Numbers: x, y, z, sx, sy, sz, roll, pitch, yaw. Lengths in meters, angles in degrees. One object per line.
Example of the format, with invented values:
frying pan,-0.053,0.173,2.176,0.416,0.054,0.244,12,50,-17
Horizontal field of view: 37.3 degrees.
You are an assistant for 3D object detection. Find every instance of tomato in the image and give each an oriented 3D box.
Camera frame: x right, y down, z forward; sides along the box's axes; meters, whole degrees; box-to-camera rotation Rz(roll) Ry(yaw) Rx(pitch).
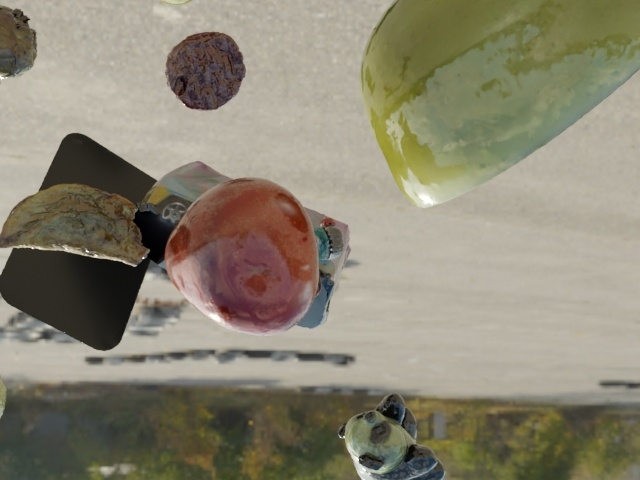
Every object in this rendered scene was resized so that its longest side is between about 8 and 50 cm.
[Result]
tomato,-0.088,0.023,1.049,0.151,0.187,0.187,-31,-169,-37

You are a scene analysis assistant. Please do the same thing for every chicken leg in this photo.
chicken leg,-0.735,-0.445,2.016,0.361,0.140,0.211,28,-137,30

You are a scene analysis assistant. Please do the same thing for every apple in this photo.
apple,0.225,-0.220,1.083,0.360,0.320,0.312,-35,156,32

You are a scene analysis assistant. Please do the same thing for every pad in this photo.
pad,-0.406,0.022,1.745,0.315,0.375,0.063,34,143,-26

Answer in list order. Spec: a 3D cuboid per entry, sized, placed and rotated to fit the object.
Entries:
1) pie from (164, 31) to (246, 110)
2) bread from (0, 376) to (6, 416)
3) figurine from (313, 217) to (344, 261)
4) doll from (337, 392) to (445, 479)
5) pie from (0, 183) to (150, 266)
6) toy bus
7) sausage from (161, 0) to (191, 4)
pie,-0.212,-0.311,1.749,0.154,0.153,0.038,4,-169,-20
bread,-0.733,0.285,1.697,0.321,0.237,0.320,-20,151,-11
figurine,0.000,0.000,1.302,0.047,0.060,0.106,-12,-179,19
doll,0.117,0.353,1.596,0.135,0.143,0.234,-30,150,-3
pie,-0.274,-0.019,1.083,0.170,0.092,0.034,12,-169,-22
toy bus,-0.137,-0.003,1.702,0.386,0.162,0.171,22,141,8
sausage,-0.202,-0.521,1.645,0.123,0.123,0.347,8,153,-38
